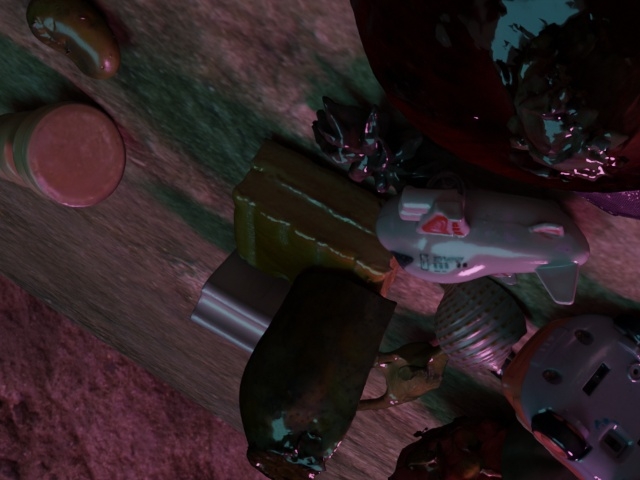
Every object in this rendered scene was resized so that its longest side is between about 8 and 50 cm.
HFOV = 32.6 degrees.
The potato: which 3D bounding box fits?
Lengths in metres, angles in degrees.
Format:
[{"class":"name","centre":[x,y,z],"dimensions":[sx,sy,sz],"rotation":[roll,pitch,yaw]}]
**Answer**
[{"class":"potato","centre":[-0.313,-0.267,1.409],"dimensions":[0.138,0.070,0.091],"rotation":[40,152,-24]}]

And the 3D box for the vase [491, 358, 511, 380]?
[{"class":"vase","centre":[0.296,0.210,1.656],"dimensions":[0.167,0.059,0.059],"rotation":[39,157,-17]}]

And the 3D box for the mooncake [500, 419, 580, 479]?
[{"class":"mooncake","centre":[0.371,0.353,1.725],"dimensions":[0.168,0.175,0.104],"rotation":[62,152,-6]}]

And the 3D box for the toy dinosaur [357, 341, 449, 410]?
[{"class":"toy dinosaur","centre":[0.188,0.220,1.817],"dimensions":[0.301,0.087,0.447],"rotation":[4,156,-41]}]

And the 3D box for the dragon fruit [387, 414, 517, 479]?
[{"class":"dragon fruit","centre":[0.297,0.436,1.849],"dimensions":[0.263,0.314,0.296],"rotation":[-26,96,22]}]

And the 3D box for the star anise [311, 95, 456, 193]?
[{"class":"star anise","centre":[0.065,-0.101,1.284],"dimensions":[0.195,0.065,0.182],"rotation":[30,165,-19]}]

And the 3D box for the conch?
[{"class":"conch","centre":[0.217,0.120,1.520],"dimensions":[0.135,0.102,0.153],"rotation":[-15,131,42]}]

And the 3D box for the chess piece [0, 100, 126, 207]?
[{"class":"chess piece","centre":[-0.455,-0.144,1.762],"dimensions":[0.299,0.167,0.167],"rotation":[9,150,51]}]

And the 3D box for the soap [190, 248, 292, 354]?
[{"class":"soap","centre":[-0.062,0.132,1.813],"dimensions":[0.265,0.160,0.087],"rotation":[29,119,5]}]

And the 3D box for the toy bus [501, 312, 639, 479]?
[{"class":"toy bus","centre":[0.365,0.227,1.429],"dimensions":[0.287,0.194,0.232],"rotation":[43,167,-13]}]

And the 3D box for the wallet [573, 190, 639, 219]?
[{"class":"wallet","centre":[0.304,-0.045,1.064],"dimensions":[0.111,0.030,0.166],"rotation":[10,174,43]}]

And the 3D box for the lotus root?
[{"class":"lotus root","centre":[-0.032,0.194,1.496],"dimensions":[0.149,0.260,0.267],"rotation":[27,163,-3]}]

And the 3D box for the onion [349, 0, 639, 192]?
[{"class":"onion","centre":[0.180,-0.146,0.747],"dimensions":[0.347,0.285,0.348],"rotation":[12,141,10]}]

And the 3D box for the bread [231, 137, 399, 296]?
[{"class":"bread","centre":[0.000,0.000,1.519],"dimensions":[0.239,0.111,0.246],"rotation":[29,159,7]}]

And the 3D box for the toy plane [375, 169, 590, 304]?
[{"class":"toy plane","centre":[0.180,-0.002,1.243],"dimensions":[0.252,0.118,0.252],"rotation":[14,168,3]}]
